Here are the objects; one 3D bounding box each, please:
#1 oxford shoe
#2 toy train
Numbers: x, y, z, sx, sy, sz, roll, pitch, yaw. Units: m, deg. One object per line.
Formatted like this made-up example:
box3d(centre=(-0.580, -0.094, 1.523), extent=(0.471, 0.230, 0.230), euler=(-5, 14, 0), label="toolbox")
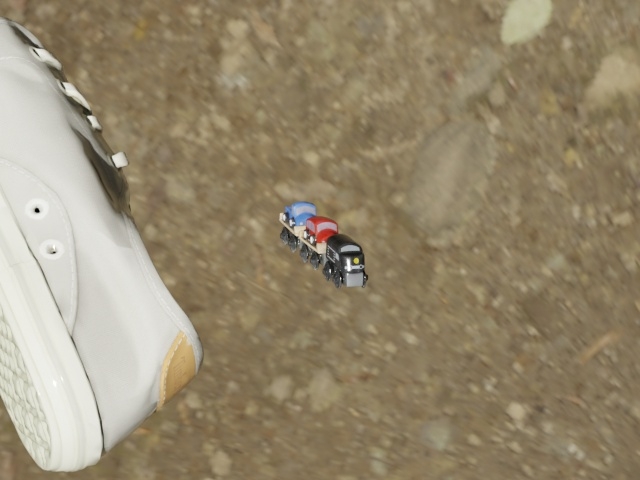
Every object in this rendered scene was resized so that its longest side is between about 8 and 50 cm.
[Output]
box3d(centre=(-0.204, -0.053, 1.112), extent=(0.130, 0.169, 0.449), euler=(-18, 63, -21), label="oxford shoe")
box3d(centre=(0.000, 0.000, 1.201), extent=(0.027, 0.158, 0.036), euler=(-4, 105, -18), label="toy train")
